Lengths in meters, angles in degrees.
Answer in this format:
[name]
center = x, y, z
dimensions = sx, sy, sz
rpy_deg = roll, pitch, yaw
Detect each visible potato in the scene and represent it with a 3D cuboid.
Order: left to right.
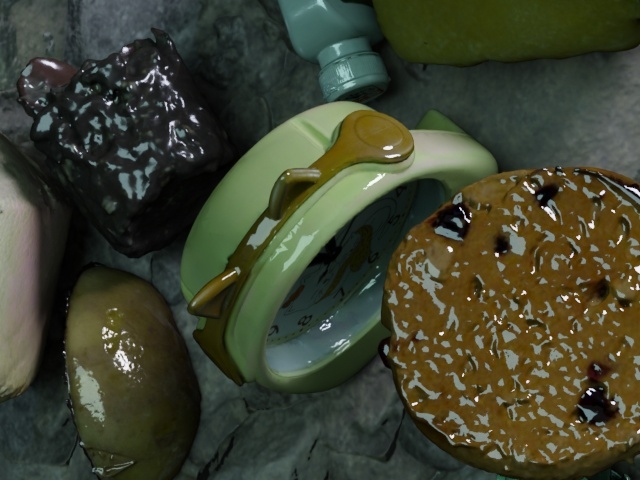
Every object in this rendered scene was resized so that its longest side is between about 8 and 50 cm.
[potato]
center = -0.192, 0.139, 1.755
dimensions = 0.100, 0.120, 0.261
rpy_deg = -11, 82, 20

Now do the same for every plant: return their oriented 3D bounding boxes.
[plant]
center = -0.196, -0.109, 1.736
dimensions = 0.178, 0.204, 0.234
rpy_deg = -34, 68, -2

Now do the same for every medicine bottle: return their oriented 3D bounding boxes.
[medicine bottle]
center = 0.002, -0.244, 1.671
dimensions = 0.083, 0.121, 0.228
rpy_deg = -23, 76, 24

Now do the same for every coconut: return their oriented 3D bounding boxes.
[coconut]
center = -0.416, 0.007, 1.788
dimensions = 0.297, 0.297, 0.309
rpy_deg = 8, 93, 28

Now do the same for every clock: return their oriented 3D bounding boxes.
[clock]
center = 0.000, 0.000, 1.527
dimensions = 0.117, 0.348, 0.286
rpy_deg = 42, 105, 24

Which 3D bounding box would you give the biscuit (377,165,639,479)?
[biscuit]
center = 0.197, 0.071, 1.471
dimensions = 0.296, 0.075, 0.295
rpy_deg = -2, 77, 8

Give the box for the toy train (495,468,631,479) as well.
[toy train]
center = 0.219, 0.172, 1.557
dimensions = 0.132, 0.083, 0.200
rpy_deg = 8, 90, 39

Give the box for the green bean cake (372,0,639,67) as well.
[green bean cake]
center = 0.166, -0.325, 1.519
dimensions = 0.285, 0.202, 0.310
rpy_deg = 2, 128, 25
